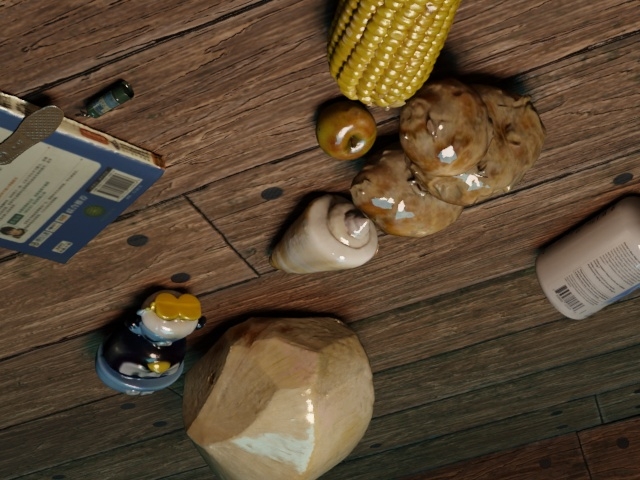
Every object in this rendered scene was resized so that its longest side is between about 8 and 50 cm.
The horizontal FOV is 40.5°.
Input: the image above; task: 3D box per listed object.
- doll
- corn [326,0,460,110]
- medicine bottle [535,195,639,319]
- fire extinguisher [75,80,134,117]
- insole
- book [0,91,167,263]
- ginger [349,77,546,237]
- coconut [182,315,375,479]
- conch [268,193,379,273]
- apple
[{"bbox_3d":[-0.331,0.208,1.671,0.177,0.141,0.314,5,142,-31],"label":"doll"},{"bbox_3d":[0.102,-0.301,0.982,0.144,0.144,0.387,0,148,-16],"label":"corn"},{"bbox_3d":[0.557,0.021,1.619,0.157,0.157,0.288,16,140,-37],"label":"medicine bottle"},{"bbox_3d":[-0.288,-0.184,1.162,0.083,0.025,0.038,-24,169,21],"label":"fire extinguisher"},{"bbox_3d":[-0.392,-0.139,1.154,0.135,0.002,0.045,-31,142,21],"label":"insole"},{"bbox_3d":[-0.478,-0.098,1.227,0.428,0.039,0.300,21,136,-41],"label":"book"},{"bbox_3d":[0.167,-0.110,1.280,0.256,0.176,0.375,-14,163,-28],"label":"ginger"},{"bbox_3d":[-0.095,0.322,1.734,0.415,0.344,0.415,-33,158,-16],"label":"coconut"},{"bbox_3d":[-0.002,-0.012,1.467,0.255,0.127,0.158,-10,-175,45],"label":"conch"},{"bbox_3d":[0.037,-0.160,1.251,0.089,0.074,0.089,-9,147,-6],"label":"apple"}]
